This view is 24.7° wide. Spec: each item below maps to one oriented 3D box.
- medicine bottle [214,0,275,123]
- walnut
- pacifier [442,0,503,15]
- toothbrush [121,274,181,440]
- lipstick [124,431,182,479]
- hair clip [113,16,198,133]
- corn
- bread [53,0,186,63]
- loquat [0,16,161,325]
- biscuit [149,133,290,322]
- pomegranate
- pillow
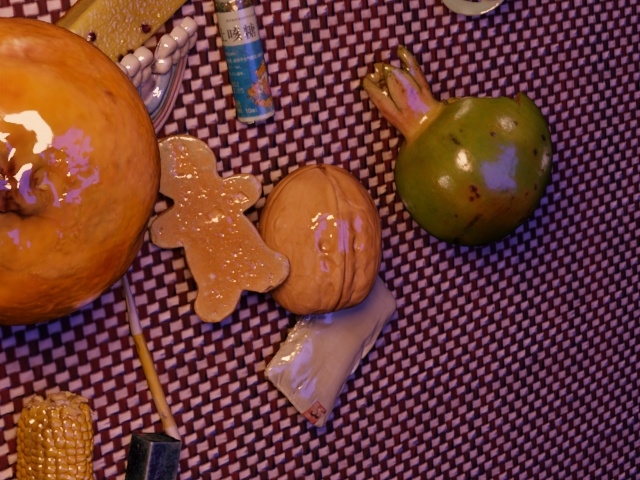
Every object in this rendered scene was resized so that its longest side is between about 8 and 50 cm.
[{"bbox_3d":[-0.099,-0.245,1.842,0.051,0.051,0.191,-26,113,-36],"label":"medicine bottle"},{"bbox_3d":[0.000,0.000,1.901,0.165,0.165,0.197,-7,112,-41],"label":"walnut"},{"bbox_3d":[0.240,-0.383,2.090,0.116,0.127,0.150,36,64,-64],"label":"pacifier"},{"bbox_3d":[-0.223,0.135,1.817,0.024,0.021,0.288,-26,114,-24],"label":"toothbrush"},{"bbox_3d":[-0.230,0.399,1.838,0.051,0.051,0.312,5,96,-43],"label":"lipstick"},{"bbox_3d":[-0.221,-0.171,1.722,0.220,0.054,0.140,-42,149,-49],"label":"hair clip"},{"bbox_3d":[-0.311,0.305,1.722,0.091,0.091,0.260,-1,100,-6],"label":"corn"},{"bbox_3d":[-0.219,-0.286,1.730,0.226,0.049,0.088,-51,126,-24],"label":"bread"},{"bbox_3d":[-0.321,-0.067,1.500,0.328,0.328,0.328,-8,103,-40],"label":"loquat"},{"bbox_3d":[-0.136,-0.025,1.813,0.153,0.030,0.234,-30,100,-3],"label":"biscuit"},{"bbox_3d":[0.178,-0.131,2.014,0.302,0.236,0.236,39,70,-14],"label":"pomegranate"},{"bbox_3d":[0.019,0.134,2.010,0.128,0.051,0.229,46,66,-28],"label":"pillow"}]
